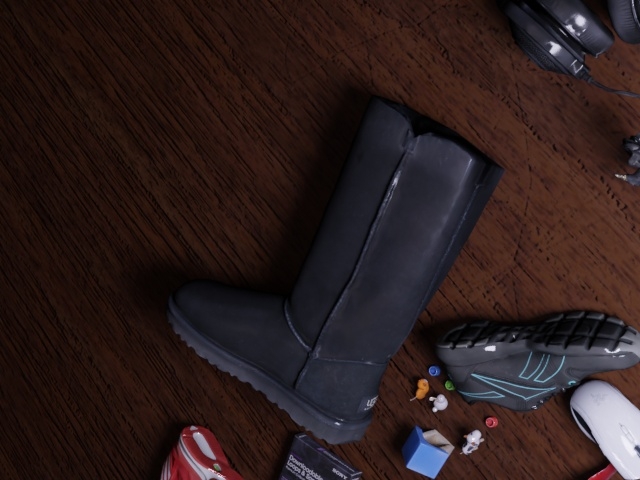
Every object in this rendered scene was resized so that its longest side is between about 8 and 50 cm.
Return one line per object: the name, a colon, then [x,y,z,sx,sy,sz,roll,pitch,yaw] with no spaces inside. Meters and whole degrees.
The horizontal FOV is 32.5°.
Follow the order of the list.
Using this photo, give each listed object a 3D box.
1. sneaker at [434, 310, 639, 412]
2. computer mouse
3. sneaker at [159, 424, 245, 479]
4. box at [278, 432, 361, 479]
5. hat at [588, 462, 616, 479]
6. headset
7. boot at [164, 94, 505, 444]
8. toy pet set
sneaker: [0.278,0.154,1.377,0.267,0.101,0.106,-6,109,35]
computer mouse: [0.370,0.245,1.305,0.106,0.042,0.193,-36,65,-5]
sneaker: [-0.177,0.410,1.711,0.128,0.087,0.221,-54,49,33]
box: [-0.015,0.381,1.613,0.116,0.029,0.162,28,105,32]
hat: [0.323,0.379,1.376,0.173,0.183,0.208,62,159,18]
headset: [0.349,-0.264,1.308,0.243,0.185,0.394,-20,64,30]
boot: [0.002,0.001,1.521,0.367,0.146,0.445,31,112,21]
toy pet set: [0.152,0.249,1.469,0.122,0.065,0.114,40,112,29]
